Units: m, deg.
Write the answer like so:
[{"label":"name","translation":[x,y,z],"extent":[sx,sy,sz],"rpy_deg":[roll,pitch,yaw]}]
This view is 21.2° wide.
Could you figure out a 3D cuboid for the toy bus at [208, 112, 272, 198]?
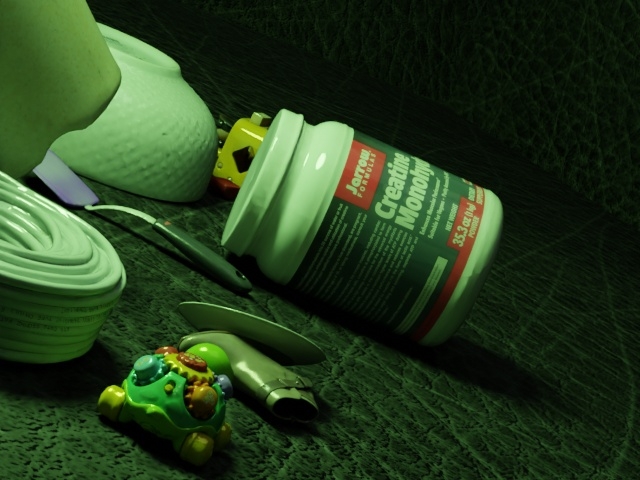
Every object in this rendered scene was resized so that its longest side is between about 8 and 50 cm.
[{"label":"toy bus","translation":[-0.093,-0.118,2.276],"extent":[0.202,0.104,0.191],"rpy_deg":[19,13,-30]}]

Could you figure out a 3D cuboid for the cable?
[{"label":"cable","translation":[-0.283,0.008,1.353],"extent":[0.257,0.089,0.257],"rpy_deg":[26,12,0]}]

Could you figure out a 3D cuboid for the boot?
[{"label":"boot","translation":[-0.056,0.119,1.452],"extent":[0.118,0.042,0.087],"rpy_deg":[15,18,-36]}]

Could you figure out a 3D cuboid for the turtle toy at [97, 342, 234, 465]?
[{"label":"turtle toy","translation":[-0.104,0.115,1.297],"extent":[0.095,0.066,0.130],"rpy_deg":[27,12,9]}]

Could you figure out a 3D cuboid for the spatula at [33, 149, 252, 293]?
[{"label":"spatula","translation":[-0.196,-0.022,1.811],"extent":[0.296,0.030,0.084],"rpy_deg":[29,13,14]}]

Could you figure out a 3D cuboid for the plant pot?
[{"label":"plant pot","translation":[-0.352,-0.210,1.542],"extent":[0.305,0.333,0.334],"rpy_deg":[58,-1,-22]}]

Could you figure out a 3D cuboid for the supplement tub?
[{"label":"supplement tub","translation":[0.047,-0.015,1.888],"extent":[0.272,0.191,0.191],"rpy_deg":[24,11,-8]}]

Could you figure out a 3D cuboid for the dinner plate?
[{"label":"dinner plate","translation":[-0.064,0.088,1.529],"extent":[0.141,0.017,0.141],"rpy_deg":[19,-14,5]}]

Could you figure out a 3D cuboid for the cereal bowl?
[{"label":"cereal bowl","translation":[-0.273,-0.181,2.098],"extent":[0.339,0.141,0.339],"rpy_deg":[24,12,-6]}]
